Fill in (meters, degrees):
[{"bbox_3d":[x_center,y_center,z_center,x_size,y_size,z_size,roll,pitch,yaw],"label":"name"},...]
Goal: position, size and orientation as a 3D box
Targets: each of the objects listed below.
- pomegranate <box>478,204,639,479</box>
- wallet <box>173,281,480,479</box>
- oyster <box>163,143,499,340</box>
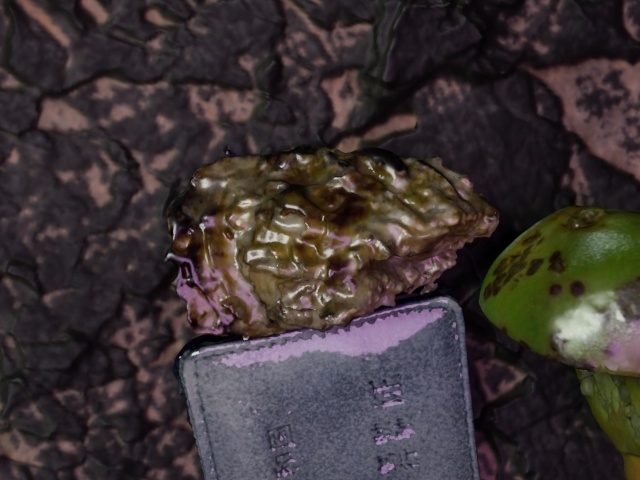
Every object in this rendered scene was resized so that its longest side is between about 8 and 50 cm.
[{"bbox_3d":[0.176,0.052,0.570,0.122,0.143,0.169,-42,97,-2],"label":"pomegranate"},{"bbox_3d":[0.014,0.140,0.609,0.167,0.036,0.222,-11,104,-10],"label":"wallet"},{"bbox_3d":[0.008,-0.003,0.556,0.177,0.056,0.106,2,71,-7],"label":"oyster"}]
